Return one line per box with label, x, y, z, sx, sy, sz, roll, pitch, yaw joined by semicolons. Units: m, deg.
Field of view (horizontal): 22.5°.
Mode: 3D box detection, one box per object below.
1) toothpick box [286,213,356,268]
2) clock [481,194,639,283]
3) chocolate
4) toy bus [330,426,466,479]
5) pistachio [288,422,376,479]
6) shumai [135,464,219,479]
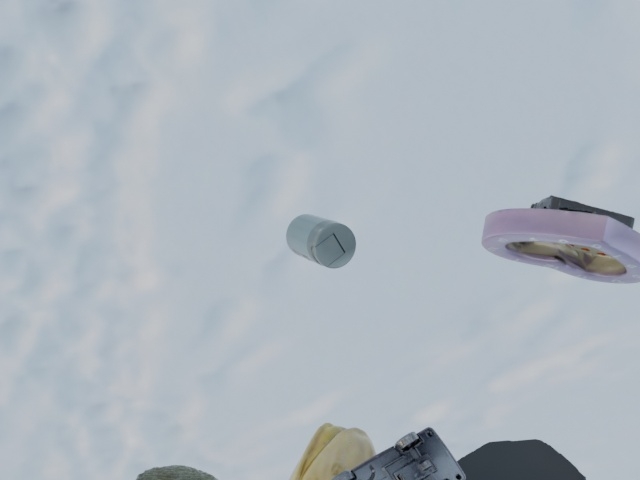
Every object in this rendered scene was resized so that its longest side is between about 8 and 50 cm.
toothpick box;0.000;0.000;1.802;0.052;0.052;0.083;-3;-170;-24
clock;0.289;-0.009;1.814;0.198;0.064;0.172;14;165;-9
chocolate;0.248;0.381;2.014;0.224;0.206;0.177;-8;130;28
toy bus;0.072;0.296;1.856;0.178;0.087;0.098;-25;164;-32
pistachio;0.012;0.342;2.139;0.117;0.200;0.145;15;171;31
shumai;-0.141;0.269;1.579;0.083;0.080;0.082;0;-163;-12
